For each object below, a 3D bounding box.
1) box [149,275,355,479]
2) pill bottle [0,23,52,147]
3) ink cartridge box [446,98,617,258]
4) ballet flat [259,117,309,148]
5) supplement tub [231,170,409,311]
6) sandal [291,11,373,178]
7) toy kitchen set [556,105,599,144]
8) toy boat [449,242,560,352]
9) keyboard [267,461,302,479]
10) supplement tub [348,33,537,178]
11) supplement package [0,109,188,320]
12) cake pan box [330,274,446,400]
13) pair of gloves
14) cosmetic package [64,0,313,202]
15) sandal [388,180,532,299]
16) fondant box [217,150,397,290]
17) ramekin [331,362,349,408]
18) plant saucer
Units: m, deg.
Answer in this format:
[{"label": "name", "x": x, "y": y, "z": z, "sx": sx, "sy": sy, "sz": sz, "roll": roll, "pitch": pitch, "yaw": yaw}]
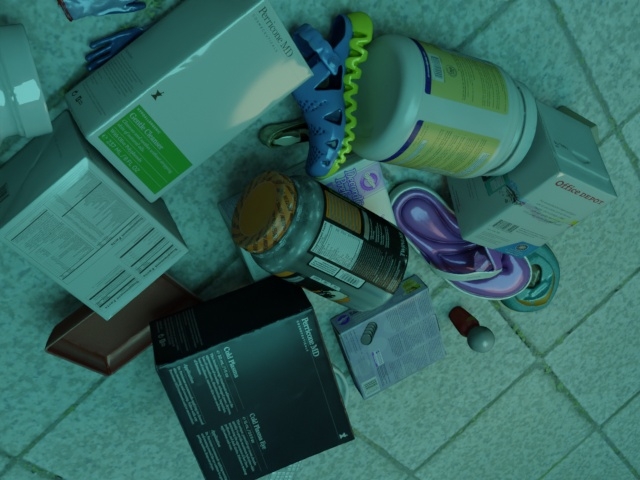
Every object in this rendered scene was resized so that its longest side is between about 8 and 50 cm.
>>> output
[{"label": "box", "x": -0.135, "y": 0.286, "z": 1.612, "sx": 0.312, "sy": 0.179, "sz": 0.343, "roll": -20, "pitch": 117, "yaw": -7}, {"label": "pill bottle", "x": -0.603, "y": -0.200, "z": 1.185, "sx": 0.363, "sy": 0.210, "sz": 0.210, "roll": -16, "pitch": 126, "yaw": -18}, {"label": "ink cartridge box", "x": 0.445, "y": -0.124, "z": 1.714, "sx": 0.198, "sy": 0.197, "sz": 0.270, "roll": 17, "pitch": 140, "yaw": -34}, {"label": "ballet flat", "x": -0.037, "y": -0.209, "z": 1.571, "sx": 0.168, "sy": 0.052, "sz": 0.057, "roll": -17, "pitch": 126, "yaw": -18}, {"label": "supplement tub", "x": 0.000, "y": 0.000, "z": 1.512, "sx": 0.316, "sy": 0.193, "sz": 0.193, "roll": 27, "pitch": 105, "yaw": -35}, {"label": "sandal", "x": 0.000, "y": -0.274, "z": 1.486, "sx": 0.138, "sy": 0.126, "sz": 0.317, "roll": 6, "pitch": 93, "yaw": -22}, {"label": "toy kitchen set", "x": 0.548, "y": -0.170, "z": 1.852, "sx": 0.166, "sy": 0.122, "sz": 0.207, "roll": -31, "pitch": 128, "yaw": -7}, {"label": "toy boat", "x": 0.470, "y": 0.138, "z": 1.990, "sx": 0.318, "sy": 0.148, "sz": 0.267, "roll": -44, "pitch": 129, "yaw": 3}, {"label": "keyboard", "x": -0.061, "y": 0.475, "z": 1.853, "sx": 0.072, "sy": 0.014, "sz": 0.256, "roll": 4, "pitch": 117, "yaw": -29}, {"label": "supplement tub", "x": 0.231, "y": -0.251, "z": 1.562, "sx": 0.331, "sy": 0.241, "sz": 0.241, "roll": 8, "pitch": 115, "yaw": -31}, {"label": "supplement package", "x": -0.406, "y": -0.042, "z": 1.392, "sx": 0.198, "sy": 0.199, "sz": 0.262, "roll": -40, "pitch": 129, "yaw": 2}, {"label": "cake pan box", "x": 0.173, "y": 0.244, "z": 1.958, "sx": 0.246, "sy": 0.070, "sz": 0.267, "roll": -27, "pitch": 128, "yaw": -7}, {"label": "pair of gloves", "x": -0.338, "y": -0.364, "z": 1.337, "sx": 0.159, "sy": 0.023, "sz": 0.198, "roll": -27, "pitch": 132, "yaw": -12}, {"label": "cosmetic package", "x": -0.222, "y": -0.266, "z": 1.364, "sx": 0.365, "sy": 0.155, "sz": 0.197, "roll": -38, "pitch": 138, "yaw": 1}, {"label": "sandal", "x": 0.314, "y": 0.025, "z": 1.806, "sx": 0.416, "sy": 0.102, "sz": 0.169, "roll": 31, "pitch": 104, "yaw": -19}, {"label": "fondant box", "x": -0.017, "y": -0.036, "z": 1.665, "sx": 0.330, "sy": 0.096, "sz": 0.238, "roll": -28, "pitch": 128, "yaw": -10}, {"label": "ramekin", "x": -0.079, "y": 0.355, "z": 1.860, "sx": 0.273, "sy": 0.127, "sz": 0.273, "roll": -13, "pitch": 124, "yaw": -19}, {"label": "plant saucer", "x": -0.382, "y": 0.151, "z": 1.572, "sx": 0.258, "sy": 0.047, "sz": 0.259, "roll": -37, "pitch": 155, "yaw": -2}]
